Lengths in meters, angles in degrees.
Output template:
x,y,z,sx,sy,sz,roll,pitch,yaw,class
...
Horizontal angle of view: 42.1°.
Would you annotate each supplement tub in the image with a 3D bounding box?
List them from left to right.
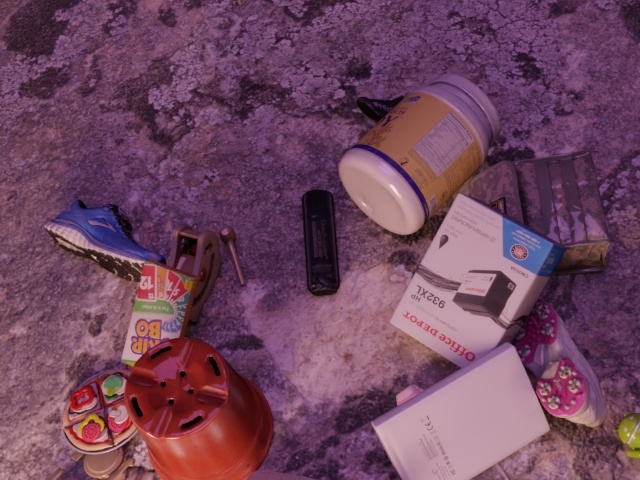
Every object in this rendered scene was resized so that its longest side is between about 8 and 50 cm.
x,y,z,sx,sy,sz,roll,pitch,yaw,class
0.231,-0.201,1.903,0.241,0.241,0.331,36,70,26,supplement tub

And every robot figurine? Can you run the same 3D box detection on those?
x,y,z,sx,sy,sz,roll,pitch,yaw,class
0.625,0.375,1.591,0.115,0.067,0.101,28,73,23,robot figurine

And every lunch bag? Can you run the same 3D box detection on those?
x,y,z,sx,sy,sz,roll,pitch,yaw,class
0.466,-0.051,1.823,0.287,0.169,0.235,-8,62,13,lunch bag

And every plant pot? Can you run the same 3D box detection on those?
x,y,z,sx,sy,sz,roll,pitch,yaw,class
-0.248,0.333,1.635,0.272,0.265,0.272,-4,58,6,plant pot

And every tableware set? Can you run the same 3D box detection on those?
x,y,z,sx,sy,sz,roll,pitch,yaw,class
-0.480,0.495,1.707,0.128,0.039,0.194,27,60,35,tableware set

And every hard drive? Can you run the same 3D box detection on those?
x,y,z,sx,sy,sz,roll,pitch,yaw,class
0.273,0.357,1.597,0.307,0.203,0.040,-29,16,-9,hard drive

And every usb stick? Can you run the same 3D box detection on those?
x,y,z,sx,sy,sz,roll,pitch,yaw,class
0.000,0.000,1.931,0.077,0.045,0.278,-3,58,-1,usb stick

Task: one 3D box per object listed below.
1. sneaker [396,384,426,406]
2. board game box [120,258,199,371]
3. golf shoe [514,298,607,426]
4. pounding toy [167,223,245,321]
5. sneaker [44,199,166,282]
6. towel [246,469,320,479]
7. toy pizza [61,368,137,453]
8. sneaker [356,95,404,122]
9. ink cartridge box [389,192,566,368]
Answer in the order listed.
x,y,z,sx,sy,sz,roll,pitch,yaw,class
0.218,0.319,1.697,0.134,0.051,0.070,-18,63,2,sneaker
-0.350,0.182,1.792,0.124,0.039,0.259,19,104,17,board game box
0.482,0.251,1.678,0.115,0.140,0.306,-41,32,26,golf shoe
-0.259,0.061,1.868,0.155,0.154,0.269,14,62,16,pounding toy
-0.494,-0.015,1.967,0.330,0.130,0.147,24,68,22,sneaker
-0.027,0.501,1.555,0.282,0.187,0.049,7,98,12,towel
-0.462,0.358,1.771,0.201,0.032,0.201,-8,49,9,toy pizza
0.181,-0.334,2.106,0.170,0.051,0.089,36,70,21,sneaker
0.317,0.091,1.691,0.223,0.129,0.307,32,101,25,ink cartridge box
